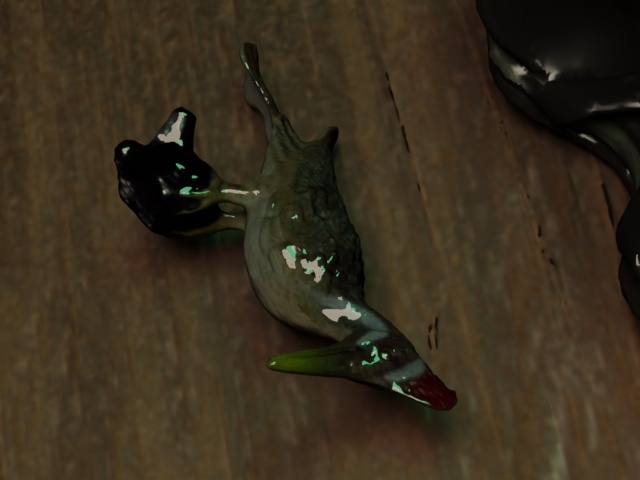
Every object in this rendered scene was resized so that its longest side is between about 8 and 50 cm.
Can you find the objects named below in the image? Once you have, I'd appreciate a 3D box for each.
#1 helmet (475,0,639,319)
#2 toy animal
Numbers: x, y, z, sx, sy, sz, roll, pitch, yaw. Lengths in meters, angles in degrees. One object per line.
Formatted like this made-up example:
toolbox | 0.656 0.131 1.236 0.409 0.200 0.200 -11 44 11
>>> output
helmet | 0.176 -0.089 0.657 0.177 0.225 0.305 -22 55 -10
toy animal | -0.011 0.000 0.740 0.105 0.070 0.202 -26 56 -23
